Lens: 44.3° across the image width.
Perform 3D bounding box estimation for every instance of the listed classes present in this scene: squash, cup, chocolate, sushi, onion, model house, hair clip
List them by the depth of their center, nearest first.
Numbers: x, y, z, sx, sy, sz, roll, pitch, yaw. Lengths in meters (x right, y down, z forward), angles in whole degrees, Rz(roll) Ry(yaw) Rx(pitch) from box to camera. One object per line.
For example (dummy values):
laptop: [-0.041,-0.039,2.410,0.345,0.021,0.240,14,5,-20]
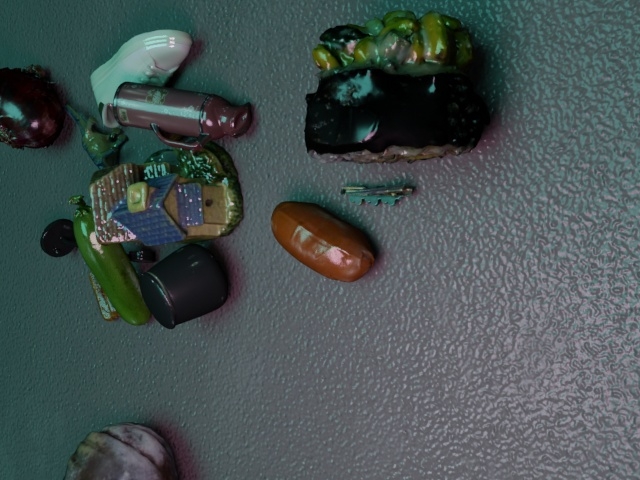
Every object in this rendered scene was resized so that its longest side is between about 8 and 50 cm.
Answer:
sushi: [0.123,-0.285,1.448,0.328,0.328,0.285,1,95,41]
hair clip: [0.115,-0.093,1.618,0.173,0.049,0.049,2,91,41]
cup: [-0.329,0.117,1.852,0.169,0.176,0.223,58,150,1]
model house: [-0.389,-0.112,1.852,0.321,0.266,0.261,-7,89,36]
chocolate: [-0.491,0.561,1.932,0.303,0.303,0.213,-31,48,32]
squash: [-0.526,0.058,1.962,0.101,0.101,0.379,-4,117,36]
onion: [-0.850,-0.367,2.225,0.281,0.281,0.221,39,154,30]

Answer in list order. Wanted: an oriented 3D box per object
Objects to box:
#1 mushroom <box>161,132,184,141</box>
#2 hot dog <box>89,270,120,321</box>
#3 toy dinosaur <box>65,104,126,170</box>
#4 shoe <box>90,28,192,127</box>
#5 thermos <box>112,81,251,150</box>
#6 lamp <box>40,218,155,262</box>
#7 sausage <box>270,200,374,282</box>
mushroom: [-0.376,-0.303,1.973,0.123,0.052,0.123,-3,85,34]
hot dog: [-0.578,0.136,2.117,0.071,0.045,0.165,-32,71,33]
toy dinosaur: [-0.598,-0.254,2.119,0.147,0.076,0.363,-44,69,35]
shoe: [-0.452,-0.399,1.983,0.363,0.132,0.160,-19,78,39]
thermos: [-0.324,-0.294,1.850,0.330,0.136,0.109,11,127,16]
lamp: [-0.593,-0.004,2.092,0.371,0.130,0.108,1,81,38]
sausage: [-0.002,0.000,1.651,0.258,0.133,0.133,34,109,31]
